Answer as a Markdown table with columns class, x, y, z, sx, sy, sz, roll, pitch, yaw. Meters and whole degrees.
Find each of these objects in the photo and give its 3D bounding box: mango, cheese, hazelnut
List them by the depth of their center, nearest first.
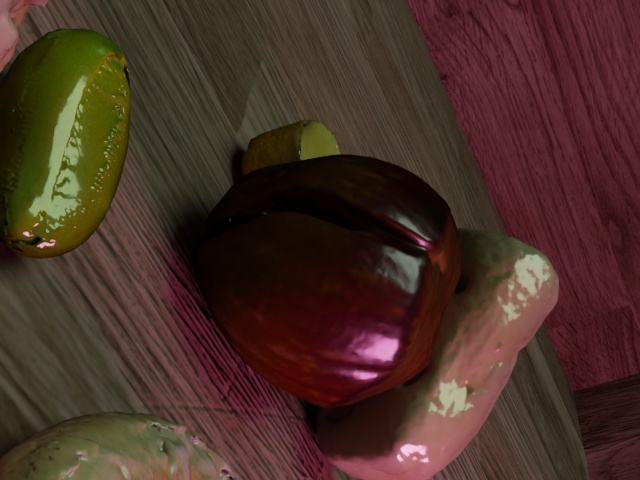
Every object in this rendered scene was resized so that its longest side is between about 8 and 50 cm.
| class | x | y | z | sx | sy | sz | roll | pitch | yaw |
| --- | --- | --- | --- | --- | --- | --- | --- | --- | --- |
| mango | -0.162 | -0.059 | 0.608 | 0.091 | 0.074 | 0.165 | 62 | 30 | -45 |
| hazelnut | 0.003 | 0.031 | 0.839 | 0.218 | 0.218 | 0.234 | 70 | 19 | -2 |
| cheese | 0.098 | 0.105 | 0.940 | 0.093 | 0.263 | 0.159 | 39 | -14 | -28 |

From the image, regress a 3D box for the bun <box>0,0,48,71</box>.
| class | x | y | z | sx | sy | sz | roll | pitch | yaw |
| --- | --- | --- | --- | --- | --- | --- | --- | --- | --- |
| bun | -0.163 | -0.097 | 0.331 | 0.178 | 0.193 | 0.127 | 12 | 62 | -56 |

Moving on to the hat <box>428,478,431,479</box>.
| class | x | y | z | sx | sy | sz | roll | pitch | yaw |
| --- | --- | --- | --- | --- | --- | --- | --- | --- | --- |
| hat | 0.117 | 0.181 | 1.131 | 0.245 | 0.149 | 0.214 | 21 | 52 | -55 |

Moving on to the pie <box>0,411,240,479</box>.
| class | x | y | z | sx | sy | sz | roll | pitch | yaw |
| --- | --- | --- | --- | --- | --- | --- | --- | --- | --- |
| pie | -0.090 | 0.232 | 0.510 | 0.337 | 0.075 | 0.337 | 54 | 25 | -40 |

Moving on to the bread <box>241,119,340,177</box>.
| class | x | y | z | sx | sy | sz | roll | pitch | yaw |
| --- | --- | --- | --- | --- | --- | --- | --- | --- | --- |
| bread | 0.000 | 0.000 | 1.020 | 0.245 | 0.094 | 0.102 | 64 | 27 | -20 |
